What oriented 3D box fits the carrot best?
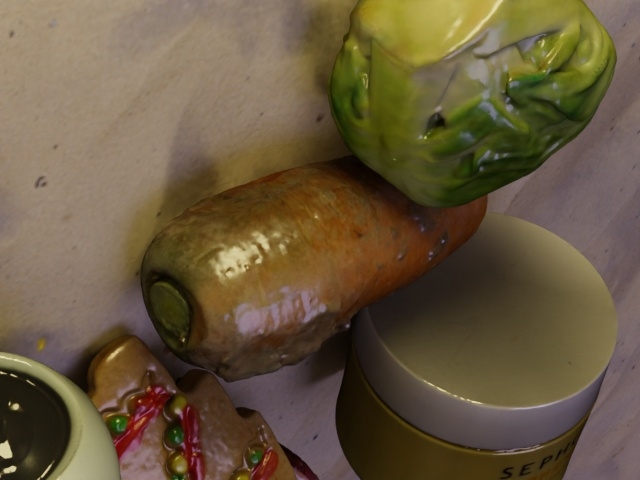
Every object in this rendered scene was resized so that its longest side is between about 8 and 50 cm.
[{"bbox_3d":[0.000,0.000,1.473,0.302,0.138,0.139,-30,149,-42],"label":"carrot"}]

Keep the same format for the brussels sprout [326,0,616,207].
[{"bbox_3d":[0.103,-0.123,1.413,0.223,0.161,0.223,-17,139,-16],"label":"brussels sprout"}]

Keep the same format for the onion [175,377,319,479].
[{"bbox_3d":[-0.097,0.212,1.624,0.195,0.140,0.218,-21,104,-21],"label":"onion"}]

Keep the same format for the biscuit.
[{"bbox_3d":[-0.114,0.184,1.512,0.238,0.041,0.212,10,93,-32],"label":"biscuit"}]

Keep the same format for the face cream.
[{"bbox_3d":[0.131,0.113,1.697,0.218,0.218,0.179,-28,149,-31],"label":"face cream"}]

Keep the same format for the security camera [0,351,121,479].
[{"bbox_3d":[-0.242,0.186,1.312,0.236,0.194,0.194,-41,152,-7],"label":"security camera"}]
